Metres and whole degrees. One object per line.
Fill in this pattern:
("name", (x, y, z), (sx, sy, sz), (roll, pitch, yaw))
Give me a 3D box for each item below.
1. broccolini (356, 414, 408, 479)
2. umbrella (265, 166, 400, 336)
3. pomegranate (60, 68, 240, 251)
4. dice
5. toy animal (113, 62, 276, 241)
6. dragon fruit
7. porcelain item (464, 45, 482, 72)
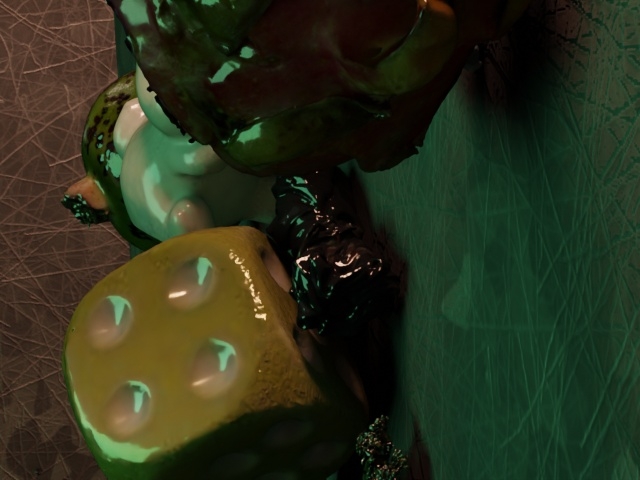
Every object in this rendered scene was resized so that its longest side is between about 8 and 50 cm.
("broccolini", (0.068, 0.293, 1.633), (0.271, 0.062, 0.123), (91, 172, -50))
("umbrella", (0.001, 0.001, 1.680), (0.122, 0.110, 0.272), (50, -172, -30))
("pomegranate", (-0.210, -0.098, 2.186), (0.254, 0.270, 0.254), (52, 166, 19))
("dice", (-0.107, 0.142, 1.714), (0.227, 0.238, 0.233), (38, -156, -56))
("toy animal", (-0.147, -0.185, 1.914), (0.241, 0.196, 0.368), (32, 130, 36))
("dragon fruit", (0.027, -0.195, 1.188), (0.263, 0.314, 0.296), (-12, 97, 37))
("porcelain item", (0.113, -0.174, 1.318), (0.036, 0.028, 0.083), (-38, -58, -87))
